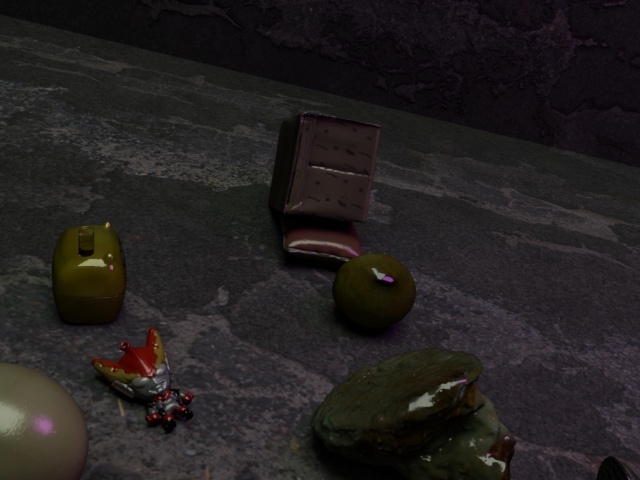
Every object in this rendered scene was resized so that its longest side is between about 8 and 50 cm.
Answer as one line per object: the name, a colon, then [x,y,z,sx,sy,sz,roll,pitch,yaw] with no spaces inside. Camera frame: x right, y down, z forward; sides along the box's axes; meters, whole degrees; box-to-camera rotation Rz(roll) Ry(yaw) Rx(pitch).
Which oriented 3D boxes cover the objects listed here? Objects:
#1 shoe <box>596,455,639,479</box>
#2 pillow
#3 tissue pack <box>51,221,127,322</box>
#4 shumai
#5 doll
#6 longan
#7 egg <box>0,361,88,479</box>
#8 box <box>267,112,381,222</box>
shoe: [0.460,0.397,0.895,0.077,0.074,0.194,18,29,-16]
pillow: [0.000,0.000,1.417,0.179,0.075,0.171,8,28,-10]
tissue pack: [-0.403,0.049,1.109,0.123,0.127,0.178,-1,30,-20]
shumai: [0.133,0.287,0.920,0.272,0.203,0.222,-12,10,34]
doll: [-0.254,0.212,0.950,0.109,0.057,0.169,-29,62,-30]
longan: [0.102,0.098,1.226,0.155,0.145,0.176,39,-11,3]
egg: [-0.382,0.230,0.718,0.242,0.186,0.186,6,27,12]
box: [0.000,-0.168,1.481,0.190,0.225,0.297,8,6,-13]
